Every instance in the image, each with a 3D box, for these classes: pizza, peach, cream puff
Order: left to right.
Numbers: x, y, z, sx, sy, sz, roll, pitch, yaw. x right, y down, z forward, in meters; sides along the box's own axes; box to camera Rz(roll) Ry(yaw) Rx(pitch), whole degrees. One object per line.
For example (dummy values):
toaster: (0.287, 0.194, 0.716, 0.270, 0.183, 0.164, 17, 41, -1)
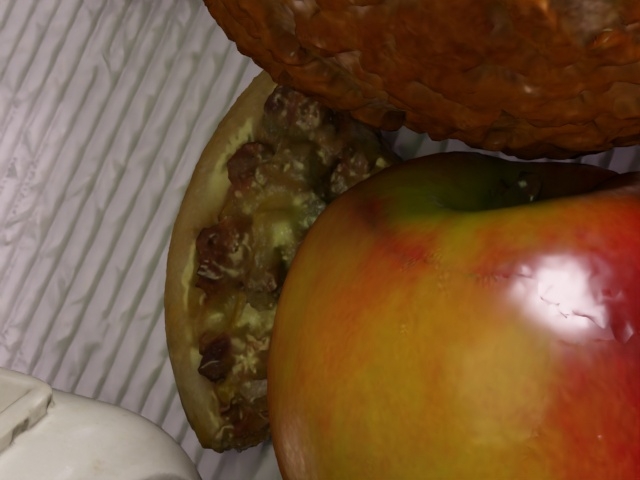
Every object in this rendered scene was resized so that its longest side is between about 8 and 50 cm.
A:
pizza: (-0.001, 0.000, 0.763, 0.134, 0.046, 0.175, -2, 75, 19)
cream puff: (0.075, -0.141, 0.668, 0.303, 0.303, 0.212, 1, 118, 19)
peach: (0.074, 0.070, 0.653, 0.197, 0.197, 0.197, -5, 74, 18)

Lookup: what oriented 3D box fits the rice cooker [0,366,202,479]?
rice cooker: (-0.168, 0.139, 0.692, 0.244, 0.226, 0.226, 10, 79, 25)
